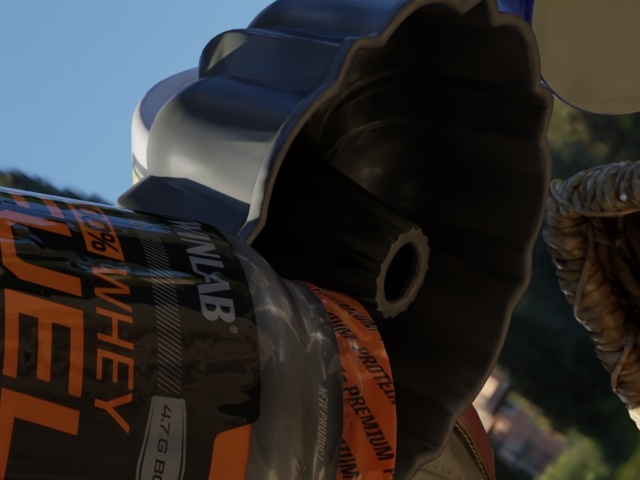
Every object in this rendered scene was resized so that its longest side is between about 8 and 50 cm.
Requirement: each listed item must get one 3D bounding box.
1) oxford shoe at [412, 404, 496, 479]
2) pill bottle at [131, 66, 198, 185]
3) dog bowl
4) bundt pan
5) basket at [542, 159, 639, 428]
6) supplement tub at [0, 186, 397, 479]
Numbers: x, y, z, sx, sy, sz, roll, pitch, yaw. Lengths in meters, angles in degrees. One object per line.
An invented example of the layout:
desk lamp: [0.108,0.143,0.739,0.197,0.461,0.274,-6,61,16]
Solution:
oxford shoe: [0.110,0.257,1.286,0.123,0.348,0.130,-22,32,25]
pill bottle: [-0.048,0.044,1.346,0.188,0.188,0.334,-46,-35,-52]
dog bowl: [0.244,-0.232,1.343,0.265,0.104,0.265,-19,-46,-20]
bundt pan: [0.000,0.000,1.003,0.331,0.124,0.331,-33,-47,-43]
basket: [0.251,0.066,0.641,0.223,0.299,0.213,-2,-91,-34]
supplement tub: [-0.140,0.073,0.715,0.193,0.316,0.194,-29,57,57]
